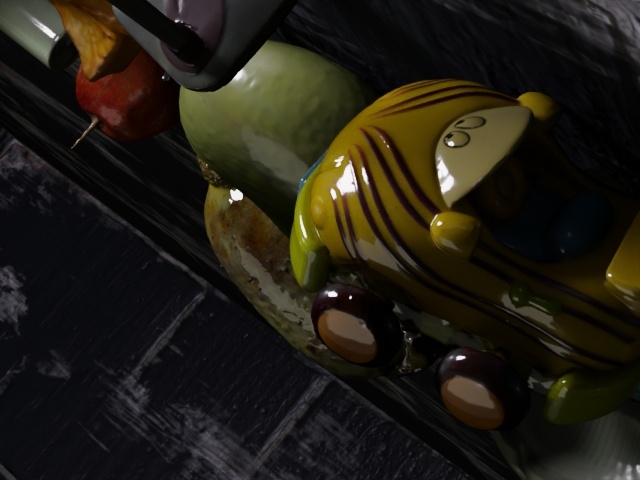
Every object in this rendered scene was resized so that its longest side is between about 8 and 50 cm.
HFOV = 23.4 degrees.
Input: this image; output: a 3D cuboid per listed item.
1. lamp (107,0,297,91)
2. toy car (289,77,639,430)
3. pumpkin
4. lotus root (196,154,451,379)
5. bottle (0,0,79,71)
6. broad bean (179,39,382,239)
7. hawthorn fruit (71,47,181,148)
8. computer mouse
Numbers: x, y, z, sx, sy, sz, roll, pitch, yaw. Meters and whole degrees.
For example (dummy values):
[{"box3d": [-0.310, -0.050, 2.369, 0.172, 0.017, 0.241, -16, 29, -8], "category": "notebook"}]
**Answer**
[{"box3d": [-0.132, -0.234, 0.974, 0.203, 0.124, 0.283, 47, 173, 26], "category": "lamp"}, {"box3d": [0.106, -0.009, 0.926, 0.248, 0.200, 0.142, 25, 138, 11], "category": "toy car"}, {"box3d": [-0.227, -0.250, 1.348, 0.290, 0.095, 0.258, 42, 159, -24], "category": "pumpkin"}, {"box3d": [0.000, 0.000, 1.464, 0.309, 0.173, 0.173, 47, 171, -9], "category": "lotus root"}, {"box3d": [-0.382, -0.294, 1.914, 0.201, 0.072, 0.072, 38, 172, 16], "category": "bottle"}, {"box3d": [0.004, -0.059, 1.265, 0.238, 0.119, 0.291, 26, 165, 49], "category": "broad bean"}, {"box3d": [-0.202, -0.163, 1.661, 0.125, 0.140, 0.125, 18, 136, 18], "category": "hawthorn fruit"}, {"box3d": [0.293, 0.252, 1.564, 0.228, 0.145, 0.429, 41, 172, -25], "category": "computer mouse"}]
